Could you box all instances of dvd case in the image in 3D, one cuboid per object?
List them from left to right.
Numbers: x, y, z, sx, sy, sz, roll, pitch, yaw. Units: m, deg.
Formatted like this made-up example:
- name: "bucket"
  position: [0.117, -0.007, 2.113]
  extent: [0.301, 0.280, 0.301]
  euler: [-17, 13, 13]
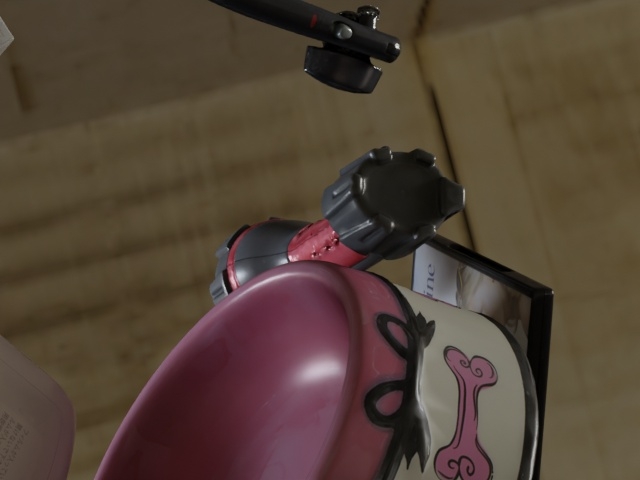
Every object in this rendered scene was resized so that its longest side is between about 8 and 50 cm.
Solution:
- name: "dvd case"
  position: [0.130, 0.102, 1.625]
  extent: [0.022, 0.180, 0.253]
  euler: [-1, 11, -19]

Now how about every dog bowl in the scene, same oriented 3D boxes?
- name: "dog bowl"
  position: [-0.032, 0.193, 1.435]
  extent: [0.150, 0.408, 0.408]
  euler: [36, -33, -25]

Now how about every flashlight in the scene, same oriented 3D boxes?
- name: "flashlight"
  position: [0.000, 0.000, 1.554]
  extent: [0.103, 0.103, 0.304]
  euler: [-45, 3, -25]

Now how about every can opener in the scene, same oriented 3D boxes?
- name: "can opener"
  position: [-0.013, -0.182, 1.579]
  extent: [0.186, 0.073, 0.059]
  euler: [22, -9, -31]

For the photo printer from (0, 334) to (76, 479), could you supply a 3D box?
- name: "photo printer"
  position: [-0.329, 0.143, 1.373]
  extent: [0.107, 0.307, 0.256]
  euler: [-28, 27, 43]

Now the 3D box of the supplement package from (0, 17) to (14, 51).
- name: "supplement package"
  position: [-0.585, -0.250, 2.490]
  extent: [0.293, 0.175, 0.177]
  euler: [-35, 6, -20]
